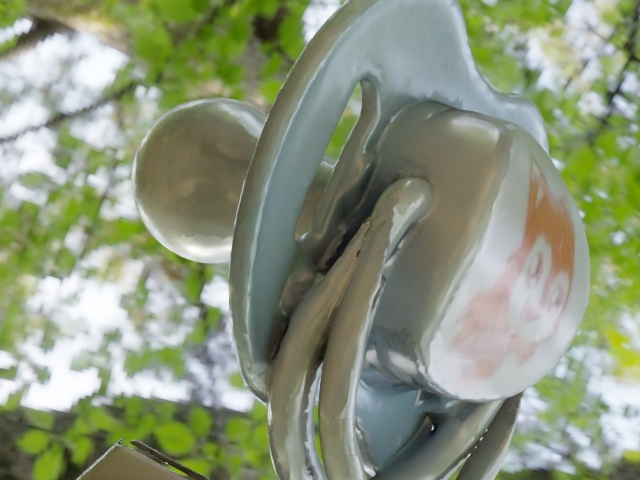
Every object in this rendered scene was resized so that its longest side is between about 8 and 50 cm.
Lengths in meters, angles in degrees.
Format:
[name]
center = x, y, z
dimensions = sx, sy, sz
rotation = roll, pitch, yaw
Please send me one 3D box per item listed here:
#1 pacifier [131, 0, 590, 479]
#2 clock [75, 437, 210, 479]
[pacifier]
center = 0.000, 0.000, 0.896
dimensions = 0.233, 0.299, 0.244
rotation = 22, -102, 32
[clock]
center = -0.057, 0.210, 0.928
dimensions = 0.147, 0.192, 0.071
rotation = 23, -132, 34
